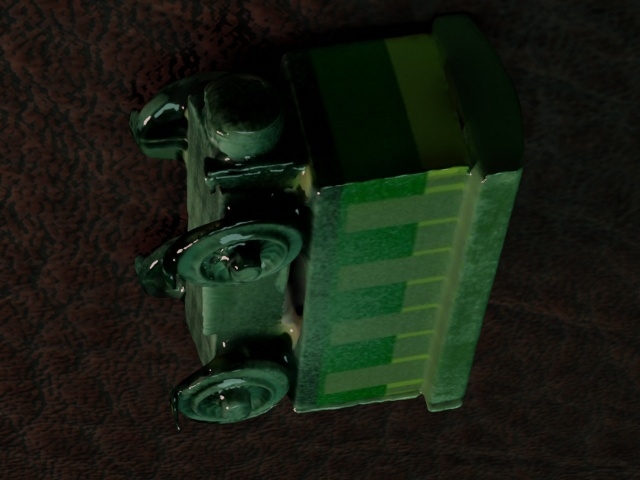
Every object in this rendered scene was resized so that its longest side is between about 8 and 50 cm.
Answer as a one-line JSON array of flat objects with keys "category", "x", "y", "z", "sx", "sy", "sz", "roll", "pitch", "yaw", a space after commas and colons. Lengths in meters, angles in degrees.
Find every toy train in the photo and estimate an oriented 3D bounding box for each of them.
[{"category": "toy train", "x": 0.000, "y": 0.000, "z": 1.001, "sx": 0.202, "sy": 0.120, "sz": 0.301, "roll": -9, "pitch": 149, "yaw": -8}]
